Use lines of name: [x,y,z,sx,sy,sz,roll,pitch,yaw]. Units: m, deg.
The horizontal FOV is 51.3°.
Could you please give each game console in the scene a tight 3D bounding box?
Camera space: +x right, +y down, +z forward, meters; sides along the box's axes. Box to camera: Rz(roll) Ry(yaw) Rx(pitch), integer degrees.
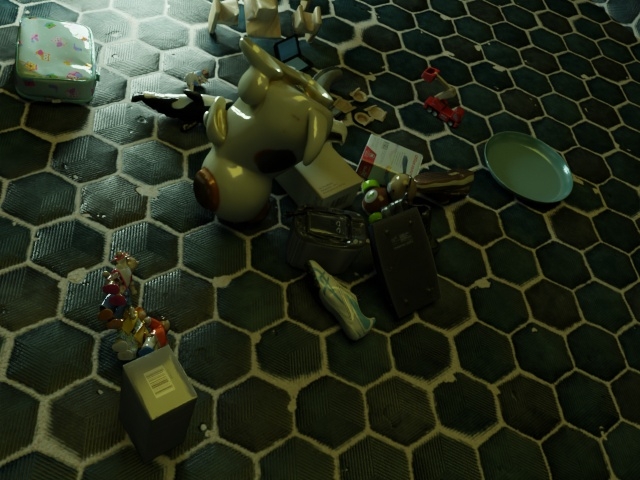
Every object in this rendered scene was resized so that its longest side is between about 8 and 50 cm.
game console: [-0.089,-0.620,2.236,0.107,0.071,0.122,40,52,15]

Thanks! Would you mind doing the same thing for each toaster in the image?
toaster: [0.000,0.000,1.723,0.226,0.146,0.129,8,50,-14]

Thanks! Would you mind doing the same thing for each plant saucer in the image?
plant saucer: [0.684,-0.236,2.214,0.317,0.044,0.318,9,50,-11]

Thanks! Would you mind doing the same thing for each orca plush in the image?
orca plush: [-0.398,-0.366,1.913,0.287,0.151,0.102,8,82,-16]

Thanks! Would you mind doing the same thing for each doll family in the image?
doll family: [-0.422,0.148,1.441,0.118,0.263,0.163,-16,26,8]

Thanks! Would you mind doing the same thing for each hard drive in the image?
hard drive: [0.215,0.056,1.735,0.171,0.054,0.255,-21,99,-31]

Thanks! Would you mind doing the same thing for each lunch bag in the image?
lunch bag: [-0.748,-0.507,1.898,0.223,0.108,0.279,2,54,-24]

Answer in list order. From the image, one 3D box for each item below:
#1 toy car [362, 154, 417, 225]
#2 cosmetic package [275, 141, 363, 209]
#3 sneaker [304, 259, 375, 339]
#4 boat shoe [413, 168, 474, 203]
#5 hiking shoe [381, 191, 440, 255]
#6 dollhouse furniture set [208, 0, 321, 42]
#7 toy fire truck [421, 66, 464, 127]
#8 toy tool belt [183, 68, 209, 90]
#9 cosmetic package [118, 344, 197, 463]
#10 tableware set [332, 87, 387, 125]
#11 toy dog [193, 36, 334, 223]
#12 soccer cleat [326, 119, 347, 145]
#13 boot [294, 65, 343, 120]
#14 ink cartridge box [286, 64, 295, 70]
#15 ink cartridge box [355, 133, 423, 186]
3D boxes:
toy car: [0.211,-0.142,1.880,0.148,0.188,0.155,5,51,-15]
cosmetic package: [-0.043,-0.215,1.904,0.160,0.113,0.309,-27,66,-34]
sneaker: [0.044,0.141,1.665,0.086,0.085,0.237,-32,74,-23]
boat shoe: [0.369,-0.152,1.990,0.257,0.095,0.095,-11,24,-38]
hiking shoe: [0.272,-0.038,1.827,0.226,0.114,0.086,36,35,-31]
dollhouse furniture set: [-0.221,-0.868,2.340,0.361,0.256,0.395,-1,74,-19]
toy fire truck: [0.415,-0.484,2.257,0.192,0.135,0.047,35,50,11]
toy tool belt: [-0.376,-0.496,2.061,0.083,0.052,0.051,-25,95,-29]
cosmetic package: [-0.322,0.324,1.299,0.107,0.238,0.127,-24,66,-29]
tableware set: [0.132,-0.436,2.199,0.168,0.020,0.141,40,51,15]
toy dog: [-0.149,-0.229,1.707,0.284,0.408,0.395,12,33,-51]
soccer cleat: [-0.016,-0.322,1.883,0.196,0.068,0.076,12,52,-15]
boot: [0.017,-0.451,2.144,0.246,0.083,0.161,-37,76,-30]
ink cartridge box: [-0.148,-0.535,2.160,0.122,0.052,0.089,17,49,-7]
ink cartridge box: [0.209,-0.230,2.026,0.175,0.072,0.127,23,49,0]
